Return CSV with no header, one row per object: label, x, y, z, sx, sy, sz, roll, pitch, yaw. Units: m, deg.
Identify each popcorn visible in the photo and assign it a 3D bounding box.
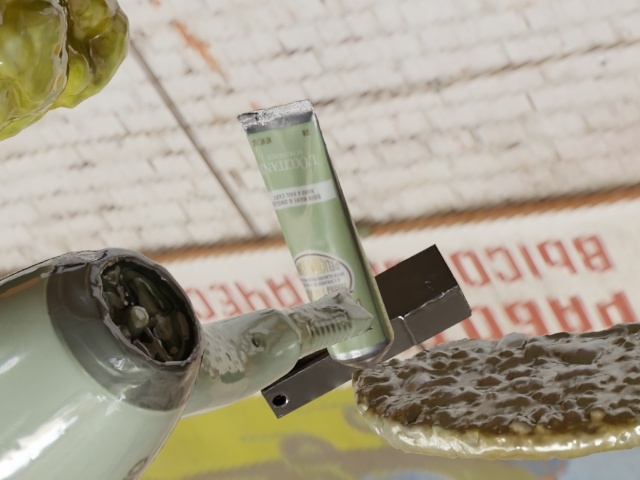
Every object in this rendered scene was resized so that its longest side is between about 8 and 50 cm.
popcorn,-0.364,-0.190,1.753,0.294,0.292,0.334,-63,178,17

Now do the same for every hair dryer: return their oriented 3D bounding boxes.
hair dryer,-0.106,0.087,0.685,0.229,0.267,0.092,-34,-103,13

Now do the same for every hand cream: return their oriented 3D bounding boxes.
hand cream,0.000,0.000,1.481,0.086,0.235,0.055,-8,-162,44

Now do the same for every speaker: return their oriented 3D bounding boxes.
speaker,0.037,0.090,1.777,0.218,0.044,0.082,-30,-147,2

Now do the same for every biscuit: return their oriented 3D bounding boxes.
biscuit,0.135,0.080,0.943,0.289,0.038,0.141,-7,-166,26
